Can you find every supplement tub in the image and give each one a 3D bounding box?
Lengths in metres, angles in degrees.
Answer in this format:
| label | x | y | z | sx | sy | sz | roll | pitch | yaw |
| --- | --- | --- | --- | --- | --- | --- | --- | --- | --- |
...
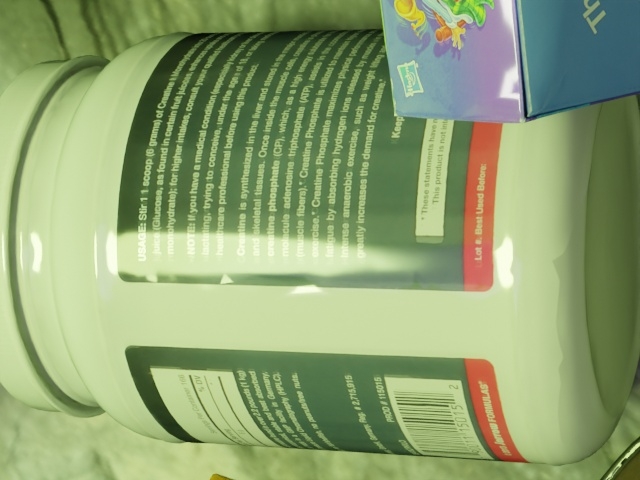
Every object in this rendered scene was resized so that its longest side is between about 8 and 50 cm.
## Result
| label | x | y | z | sx | sy | sz | roll | pitch | yaw |
| --- | --- | --- | --- | --- | --- | --- | --- | --- | --- |
| supplement tub | 0.000 | 0.000 | 0.814 | 0.272 | 0.191 | 0.191 | 1 | 107 | 20 |

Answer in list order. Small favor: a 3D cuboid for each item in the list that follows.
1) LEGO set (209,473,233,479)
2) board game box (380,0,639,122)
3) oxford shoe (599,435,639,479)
| label | x | y | z | sx | sy | sz | roll | pitch | yaw |
| --- | --- | --- | --- | --- | --- | --- | --- | --- | --- |
| LEGO set | -0.021 | 0.185 | 0.933 | 0.227 | 0.093 | 0.087 | 14 | 110 | 16 |
| board game box | 0.120 | -0.234 | 0.663 | 0.078 | 0.233 | 0.347 | 9 | 109 | 56 |
| oxford shoe | 0.192 | 0.119 | 0.835 | 0.083 | 0.096 | 0.227 | 48 | 117 | -1 |
